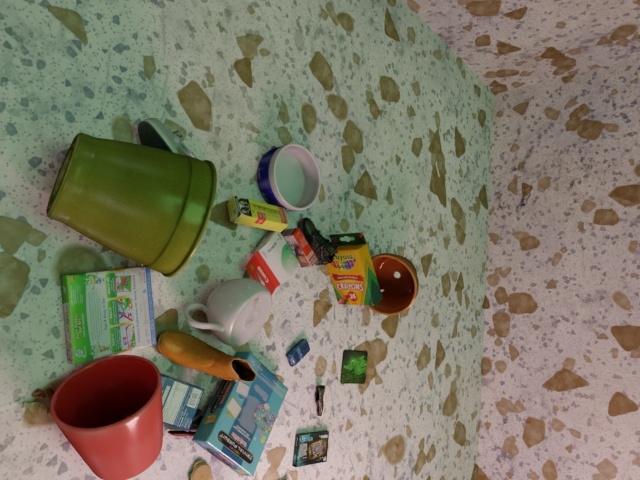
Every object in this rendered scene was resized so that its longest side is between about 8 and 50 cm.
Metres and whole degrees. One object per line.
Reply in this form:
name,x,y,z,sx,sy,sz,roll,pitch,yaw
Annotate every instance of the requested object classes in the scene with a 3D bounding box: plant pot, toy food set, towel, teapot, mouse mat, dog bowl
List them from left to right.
toy food set,-0.725,0.433,1.302,0.122,0.019,0.078,38,60,-30
plant pot,-0.549,0.490,1.310,0.275,0.275,0.243,-32,130,-44
plant pot,-0.533,-0.118,1.341,0.353,0.366,0.366,21,72,-32
toy food set,-0.404,0.788,1.625,0.083,0.020,0.082,46,56,-36
teapot,-0.305,0.226,1.659,0.252,0.187,0.256,-54,156,-15
dog bowl,-0.123,-0.249,1.942,0.265,0.104,0.264,4,84,-47
towel,-0.089,0.460,1.986,0.119,0.029,0.067,-38,115,-43
mouse mat,0.159,0.593,2.267,0.190,0.007,0.152,17,75,-47
plant pot,0.339,0.187,2.315,0.203,0.291,0.290,-26,107,-63

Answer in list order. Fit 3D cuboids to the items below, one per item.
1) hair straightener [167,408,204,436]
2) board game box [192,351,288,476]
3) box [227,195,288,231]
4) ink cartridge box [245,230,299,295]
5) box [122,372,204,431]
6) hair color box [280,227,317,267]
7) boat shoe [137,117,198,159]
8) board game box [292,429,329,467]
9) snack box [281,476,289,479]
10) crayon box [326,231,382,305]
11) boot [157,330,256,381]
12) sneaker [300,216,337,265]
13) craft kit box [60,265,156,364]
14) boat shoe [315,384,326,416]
hair straightener,-0.399,0.612,1.622,0.230,0.047,0.089,27,68,-43
board game box,-0.270,0.605,1.708,0.253,0.079,0.336,53,43,-30
box,-0.232,-0.096,1.812,0.232,0.058,0.087,13,50,-41
ink cartridge box,-0.181,0.090,1.861,0.181,0.056,0.224,59,34,-27
box,-0.491,0.492,1.509,0.225,0.036,0.136,29,65,-23
hair color box,-0.093,0.032,1.962,0.167,0.093,0.053,58,46,-27
boat shoe,-0.460,-0.273,1.573,0.320,0.118,0.103,53,46,-36
board game box,-0.037,0.865,2.017,0.186,0.026,0.126,17,75,-45
snack box,-0.185,0.983,1.851,0.178,0.022,0.064,-15,99,-47
crayon box,0.132,0.127,2.126,0.081,0.202,0.318,-30,108,-44
boot,-0.357,0.374,1.563,0.295,0.211,0.104,41,58,-38
sneaker,0.000,0.000,2.044,0.087,0.130,0.227,-38,113,-44
craft kit box,-0.612,0.208,1.414,0.247,0.061,0.249,-5,91,-50
boat shoe,-0.005,0.681,2.057,0.042,0.049,0.133,5,91,-20
